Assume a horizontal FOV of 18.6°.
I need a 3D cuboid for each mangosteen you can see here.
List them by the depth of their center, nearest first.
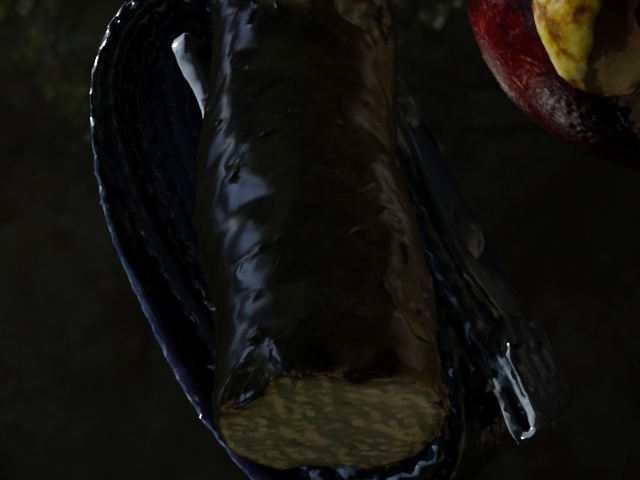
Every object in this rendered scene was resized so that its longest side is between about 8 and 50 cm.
[{"bbox_3d":[0.166,-0.121,0.904,0.194,0.194,0.230,-59,5,6],"label":"mangosteen"}]

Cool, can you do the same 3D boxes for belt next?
[{"bbox_3d":[0.000,0.000,0.756,0.122,0.218,0.128,-28,-5,14],"label":"belt"}]

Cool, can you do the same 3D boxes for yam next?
[{"bbox_3d":[-0.004,-0.042,0.521,0.252,0.061,0.061,-93,13,-45],"label":"yam"}]
